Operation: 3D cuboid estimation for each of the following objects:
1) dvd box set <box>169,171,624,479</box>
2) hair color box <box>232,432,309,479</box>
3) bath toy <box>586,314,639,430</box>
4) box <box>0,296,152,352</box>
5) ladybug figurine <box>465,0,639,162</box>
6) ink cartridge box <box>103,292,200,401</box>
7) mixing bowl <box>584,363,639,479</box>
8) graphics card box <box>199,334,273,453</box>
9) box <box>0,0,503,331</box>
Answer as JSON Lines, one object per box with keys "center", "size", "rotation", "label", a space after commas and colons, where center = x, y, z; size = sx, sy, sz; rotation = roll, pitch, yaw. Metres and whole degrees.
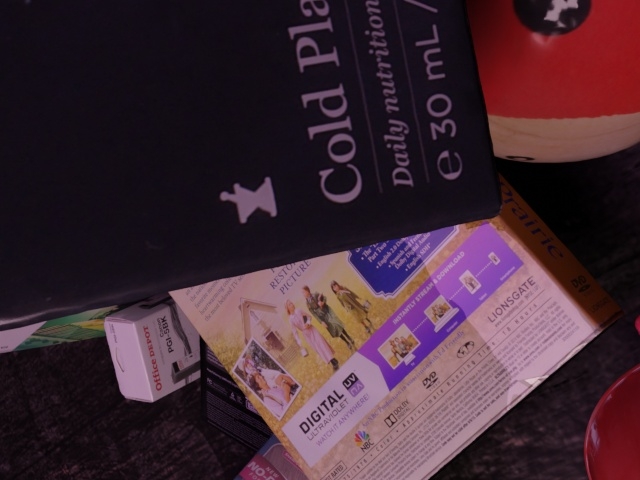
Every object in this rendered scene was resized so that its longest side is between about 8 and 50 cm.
{"center": [0.000, 0.000, 0.876], "size": [0.420, 0.062, 0.308], "rotation": [50, 123, 16], "label": "dvd box set"}
{"center": [-0.021, 0.328, 1.062], "size": [0.174, 0.105, 0.347], "rotation": [38, 151, 13], "label": "hair color box"}
{"center": [0.269, 0.174, 0.795], "size": [0.151, 0.129, 0.348], "rotation": [8, 119, 11], "label": "bath toy"}
{"center": [-0.280, 0.035, 1.138], "size": [0.322, 0.232, 0.059], "rotation": [125, 132, -60], "label": "box"}
{"center": [0.128, -0.236, 0.664], "size": [0.305, 0.161, 0.449], "rotation": [34, 141, 40], "label": "ladybug figurine"}
{"center": [-0.167, 0.112, 1.182], "size": [0.056, 0.135, 0.099], "rotation": [2, 110, 43], "label": "ink cartridge box"}
{"center": [0.260, 0.168, 0.663], "size": [0.181, 0.098, 0.182], "rotation": [7, 118, 13], "label": "mixing bowl"}
{"center": [-0.018, 0.059, 1.043], "size": [0.232, 0.094, 0.371], "rotation": [21, 120, 36], "label": "graphics card box"}
{"center": [-0.202, -0.194, 0.603], "size": [0.297, 0.471, 0.480], "rotation": [-178, 75, -73], "label": "box"}
